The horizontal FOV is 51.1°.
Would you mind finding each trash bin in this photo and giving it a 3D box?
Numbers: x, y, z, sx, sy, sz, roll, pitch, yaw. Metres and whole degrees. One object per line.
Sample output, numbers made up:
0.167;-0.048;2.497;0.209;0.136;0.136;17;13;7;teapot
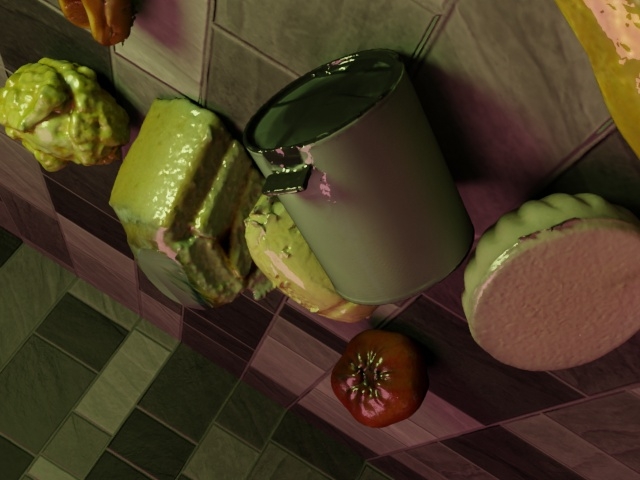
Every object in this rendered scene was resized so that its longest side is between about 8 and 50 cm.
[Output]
0.055;-0.078;0.879;0.217;0.277;0.262;-2;131;38;trash bin

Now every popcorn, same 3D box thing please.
-0.494;-0.239;1.295;0.256;0.194;0.255;19;164;-16;popcorn

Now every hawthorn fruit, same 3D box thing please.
0.149;0.320;1.549;0.224;0.224;0.261;18;171;29;hawthorn fruit

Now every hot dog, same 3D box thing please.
-0.319;-0.402;0.909;0.135;0.100;0.337;35;155;16;hot dog

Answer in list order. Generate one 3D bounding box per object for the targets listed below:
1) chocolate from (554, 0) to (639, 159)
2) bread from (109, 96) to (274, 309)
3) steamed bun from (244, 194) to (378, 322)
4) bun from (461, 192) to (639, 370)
0.366;-0.113;0.604;0.445;0.162;0.162;45;152;-15;chocolate
-0.239;-0.041;1.264;0.239;0.264;0.395;13;149;47;bread
0.000;0.000;1.100;0.273;0.231;0.166;37;158;-17;steamed bun
0.306;0.031;0.902;0.263;0.175;0.263;-2;127;-3;bun
